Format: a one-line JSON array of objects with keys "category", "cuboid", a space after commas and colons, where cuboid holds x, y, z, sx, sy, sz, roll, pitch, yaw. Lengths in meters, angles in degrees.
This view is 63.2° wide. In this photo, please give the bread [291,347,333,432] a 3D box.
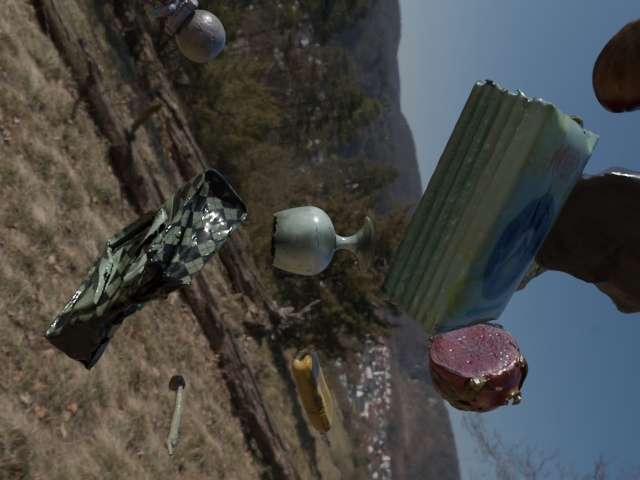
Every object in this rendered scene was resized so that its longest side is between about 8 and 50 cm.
[{"category": "bread", "cuboid": [-0.028, 0.522, 1.812, 0.142, 0.091, 0.305, -84, 159, -67]}]

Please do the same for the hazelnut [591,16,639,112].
[{"category": "hazelnut", "cuboid": [0.705, -0.380, 1.129, 0.181, 0.212, 0.181, 61, 7, 10]}]

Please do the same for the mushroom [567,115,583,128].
[{"category": "mushroom", "cuboid": [0.773, -0.322, 1.639, 0.312, 0.099, 0.081, 10, 87, -64]}]

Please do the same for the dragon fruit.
[{"category": "dragon fruit", "cuboid": [0.347, 0.281, 1.155, 0.282, 0.210, 0.147, -60, 146, -60]}]

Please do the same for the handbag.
[{"category": "handbag", "cuboid": [-0.367, 0.062, 1.081, 0.180, 0.416, 0.317, 46, 30, -20]}]

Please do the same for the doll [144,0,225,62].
[{"category": "doll", "cuboid": [-0.392, -0.643, 1.462, 0.287, 0.150, 0.151, 49, 27, -37]}]

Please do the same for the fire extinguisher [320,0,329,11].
[{"category": "fire extinguisher", "cuboid": [-0.048, -0.927, 1.744, 0.311, 0.095, 0.114, 60, -9, -3]}]

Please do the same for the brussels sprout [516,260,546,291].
[{"category": "brussels sprout", "cuboid": [0.622, 0.014, 1.662, 0.273, 0.242, 0.317, 10, 78, -53]}]

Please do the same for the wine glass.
[{"category": "wine glass", "cuboid": [0.000, 0.000, 1.688, 0.238, 0.322, 0.238, -178, -90, -78]}]

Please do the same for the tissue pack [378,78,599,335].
[{"category": "tissue pack", "cuboid": [0.287, -0.043, 0.891, 0.287, 0.162, 0.388, 1, 117, -51]}]

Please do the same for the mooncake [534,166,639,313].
[{"category": "mooncake", "cuboid": [0.779, -0.015, 1.401, 0.381, 0.351, 0.212, 42, 17, 12]}]

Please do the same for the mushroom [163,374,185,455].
[{"category": "mushroom", "cuboid": [-0.297, 0.365, 1.053, 0.306, 0.043, 0.068, -131, -159, -71]}]
